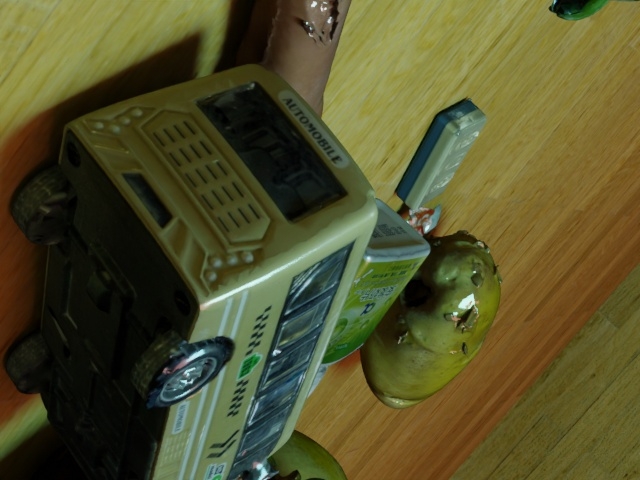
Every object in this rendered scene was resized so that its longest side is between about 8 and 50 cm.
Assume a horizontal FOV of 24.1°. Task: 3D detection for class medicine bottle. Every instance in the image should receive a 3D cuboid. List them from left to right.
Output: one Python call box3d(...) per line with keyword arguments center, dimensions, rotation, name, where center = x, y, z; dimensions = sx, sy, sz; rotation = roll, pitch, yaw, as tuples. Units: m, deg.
box3d(center=(0.001, 0.056, 1.409), dimensions=(0.188, 0.088, 0.132), rotation=(-56, 157, 22), name="medicine bottle")

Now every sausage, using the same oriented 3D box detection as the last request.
box3d(center=(-0.014, -0.164, 0.969), dimensions=(0.078, 0.078, 0.304), rotation=(-38, 161, -26), name="sausage")

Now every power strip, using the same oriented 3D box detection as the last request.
box3d(center=(0.123, -0.085, 1.535), dimensions=(0.056, 0.032, 0.123), rotation=(-29, 156, -42), name="power strip")

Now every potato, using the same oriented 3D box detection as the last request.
box3d(center=(0.123, 0.097, 1.763), dimensions=(0.173, 0.140, 0.300), rotation=(-46, 170, -28), name="potato")

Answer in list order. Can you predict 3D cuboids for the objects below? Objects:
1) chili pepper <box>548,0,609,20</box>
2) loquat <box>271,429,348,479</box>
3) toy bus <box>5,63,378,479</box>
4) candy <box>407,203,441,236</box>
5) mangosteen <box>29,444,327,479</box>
box3d(center=(0.222, -0.266, 1.163), dimensions=(0.261, 0.174, 0.165), rotation=(62, 47, -71), name="chili pepper")
box3d(center=(-0.076, 0.301, 1.581), dimensions=(0.244, 0.244, 0.244), rotation=(-41, 162, -17), name="loquat")
box3d(center=(-0.093, 0.057, 1.059), dimensions=(0.202, 0.177, 0.365), rotation=(-26, 156, -28), name="toy bus")
box3d(center=(0.029, 0.054, 1.580), dimensions=(0.292, 0.059, 0.086), rotation=(-41, 163, -15), name="candy")
box3d(center=(-0.117, 0.304, 1.329), dimensions=(0.360, 0.306, 0.306), rotation=(-9, 148, -21), name="mangosteen")
